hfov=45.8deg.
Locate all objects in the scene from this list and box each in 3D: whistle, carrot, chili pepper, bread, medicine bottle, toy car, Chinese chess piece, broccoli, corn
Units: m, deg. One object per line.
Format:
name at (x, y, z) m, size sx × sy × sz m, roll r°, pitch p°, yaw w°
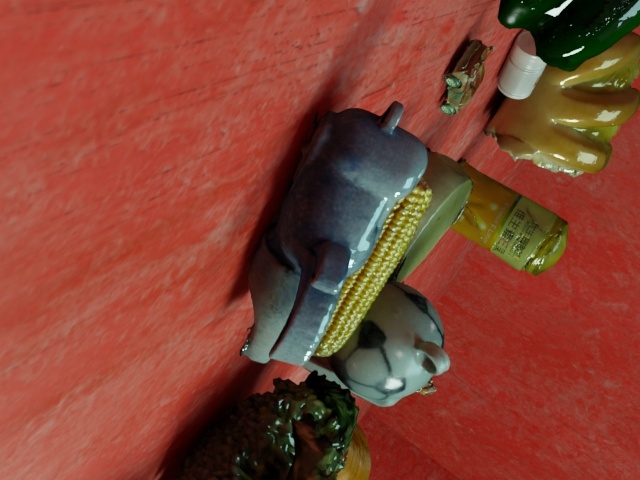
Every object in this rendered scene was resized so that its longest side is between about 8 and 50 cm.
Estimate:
whistle at (0.000, 0.000, 0.618) m, size 0.180 × 0.093 × 0.269 m, roll -80°, pitch -165°, yaw -55°
carrot at (-0.014, 0.400, 1.411) m, size 0.196 × 0.196 × 0.254 m, roll -53°, pitch 158°, yaw -9°
chili pepper at (0.289, -0.299, 0.736) m, size 0.261 × 0.165 × 0.174 m, roll -49°, pitch 163°, yaw 26°
whistle at (0.060, 0.122, 0.983) m, size 0.163 × 0.290 × 0.163 m, roll -6°, pitch 101°, yaw -35°
bread at (0.430, -0.234, 1.275) m, size 0.270 × 0.211 × 0.316 m, roll -59°, pitch 175°, yaw 15°
medicine bottle at (0.319, -0.035, 1.339) m, size 0.124 × 0.239 × 0.124 m, roll -51°, pitch 164°, yaw -21°
toy car at (0.169, -0.184, 0.884) m, size 0.059 × 0.035 × 0.122 m, roll -56°, pitch 166°, yaw -12°
Chinese chess piece at (0.123, -0.030, 1.015) m, size 0.188 × 0.083 × 0.188 m, roll -47°, pitch 165°, yaw -17°
broccoli at (-0.049, 0.325, 0.902) m, size 0.277 × 0.317 × 0.338 m, roll -28°, pitch 113°, yaw -38°
corn at (0.042, 0.023, 0.848) m, size 0.248 × 0.081 × 0.081 m, roll -60°, pitch 166°, yaw 20°
medicine bottle at (0.301, -0.258, 1.119) m, size 0.057 × 0.057 × 0.089 m, roll -47°, pitch 164°, yaw -30°

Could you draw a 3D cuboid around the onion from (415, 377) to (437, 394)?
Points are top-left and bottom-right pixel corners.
onion at (0.110, 0.179, 1.229) m, size 0.159 × 0.195 × 0.159 m, roll -40°, pitch 160°, yaw -17°
